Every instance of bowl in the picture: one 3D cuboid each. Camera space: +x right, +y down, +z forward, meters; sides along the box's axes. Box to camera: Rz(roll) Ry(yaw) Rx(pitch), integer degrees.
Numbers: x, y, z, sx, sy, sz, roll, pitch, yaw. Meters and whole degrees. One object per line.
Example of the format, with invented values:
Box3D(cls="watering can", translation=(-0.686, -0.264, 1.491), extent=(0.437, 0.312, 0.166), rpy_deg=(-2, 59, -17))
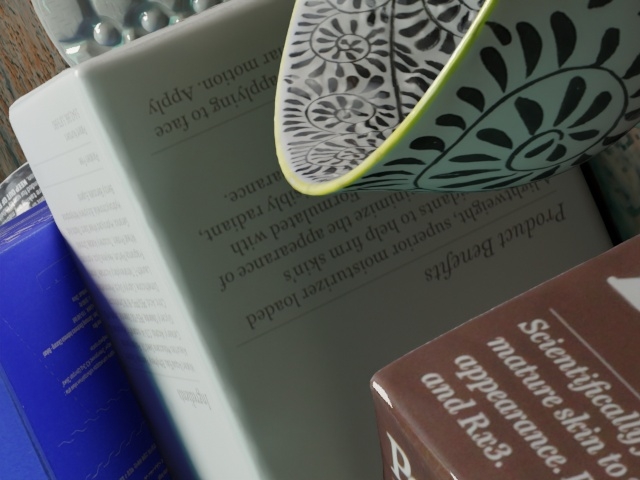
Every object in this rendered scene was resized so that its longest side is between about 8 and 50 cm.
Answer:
Box3D(cls="bowl", translation=(0.061, -0.077, 0.443), extent=(0.170, 0.080, 0.170), rpy_deg=(-55, 22, 35))

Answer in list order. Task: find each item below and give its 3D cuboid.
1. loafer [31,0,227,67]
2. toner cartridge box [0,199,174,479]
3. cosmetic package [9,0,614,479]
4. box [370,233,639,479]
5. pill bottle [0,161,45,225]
Box3D(cls="loafer", translation=(-0.090, -0.186, 0.766), extent=(0.111, 0.112, 0.319), rpy_deg=(-71, -34, -61))
Box3D(cls="toner cartridge box", translation=(-0.084, 0.057, 0.802), extent=(0.165, 0.075, 0.348), rpy_deg=(67, -162, -7))
Box3D(cls="cosmetic package", translation=(0.000, 0.000, 0.653), extent=(0.183, 0.151, 0.151), rpy_deg=(67, 163, -6))
Box3D(cls="box", translation=(0.131, 0.194, 0.575), extent=(0.191, 0.143, 0.381), rpy_deg=(49, 155, 41))
Box3D(cls="pill bottle", translation=(-0.099, 0.065, 1.071), extent=(0.245, 0.130, 0.130), rpy_deg=(56, 161, 25))
